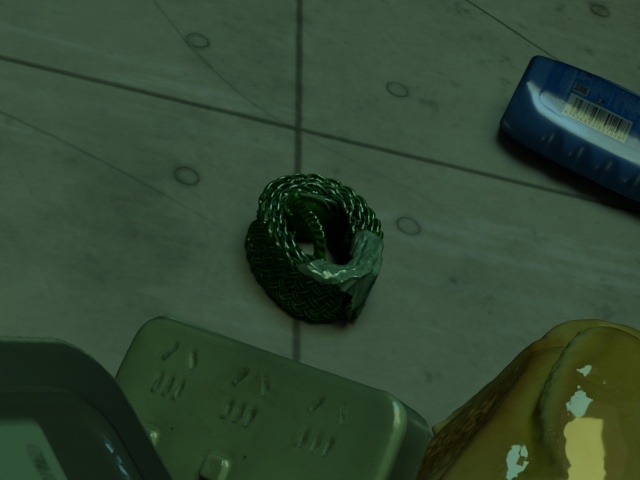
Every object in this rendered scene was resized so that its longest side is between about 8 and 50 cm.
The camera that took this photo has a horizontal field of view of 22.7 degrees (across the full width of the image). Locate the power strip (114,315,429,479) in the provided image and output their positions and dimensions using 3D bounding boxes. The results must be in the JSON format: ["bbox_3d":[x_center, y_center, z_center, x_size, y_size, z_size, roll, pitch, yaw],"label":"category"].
[{"bbox_3d":[-0.063,0.173,1.147,0.265,0.193,0.059,15,-13,39],"label":"power strip"}]

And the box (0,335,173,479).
[{"bbox_3d":[-0.195,0.229,0.931,0.396,0.111,0.396,7,44,-57],"label":"box"}]

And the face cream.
[{"bbox_3d":[0.329,-0.106,1.708,0.264,0.083,0.149,26,42,5],"label":"face cream"}]

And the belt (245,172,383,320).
[{"bbox_3d":[0.000,0.000,1.441,0.121,0.079,0.151,6,43,-19],"label":"belt"}]

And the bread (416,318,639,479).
[{"bbox_3d":[0.179,0.206,1.163,0.211,0.270,0.315,42,45,-1],"label":"bread"}]
